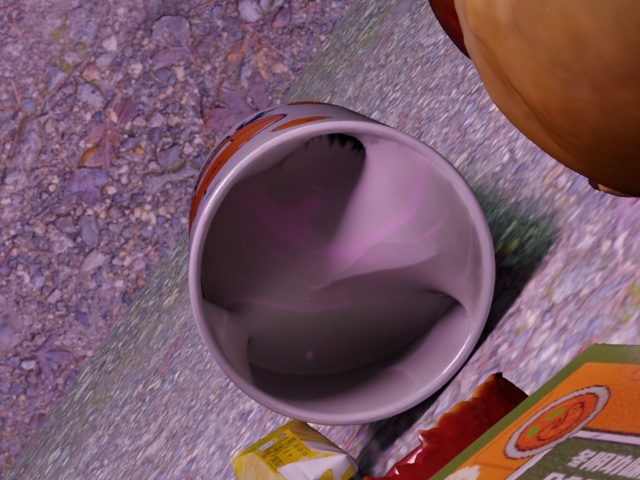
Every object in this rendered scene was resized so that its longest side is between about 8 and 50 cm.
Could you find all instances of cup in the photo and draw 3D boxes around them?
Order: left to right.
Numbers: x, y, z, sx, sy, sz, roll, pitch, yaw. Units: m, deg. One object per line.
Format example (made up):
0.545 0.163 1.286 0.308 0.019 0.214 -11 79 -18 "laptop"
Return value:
0.000 0.000 1.108 0.212 0.212 0.317 -51 10 3 "cup"

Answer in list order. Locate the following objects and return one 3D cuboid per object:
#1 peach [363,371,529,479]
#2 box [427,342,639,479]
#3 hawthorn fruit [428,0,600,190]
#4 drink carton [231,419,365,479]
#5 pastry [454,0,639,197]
0.033 0.154 0.539 0.196 0.190 0.226 -6 56 16 "peach"
0.113 0.130 0.331 0.148 0.177 0.195 -35 7 -16 "box"
0.186 -0.235 0.911 0.308 0.308 0.325 -38 10 47 "hawthorn fruit"
-0.001 0.173 0.913 0.074 0.084 0.200 -30 8 -10 "drink carton"
0.236 -0.160 0.542 0.409 0.245 0.409 -32 7 5 "pastry"
